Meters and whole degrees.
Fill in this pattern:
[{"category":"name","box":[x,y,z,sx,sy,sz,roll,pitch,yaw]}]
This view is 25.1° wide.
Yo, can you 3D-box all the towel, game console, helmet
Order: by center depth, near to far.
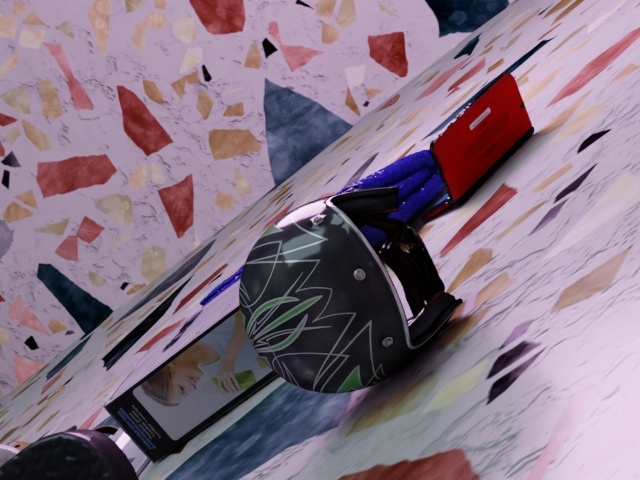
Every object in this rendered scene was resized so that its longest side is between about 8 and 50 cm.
[{"category":"helmet","box":[0.015,0.042,1.137,0.161,0.169,0.169,-24,-7,-47]},{"category":"game console","box":[0.161,-0.104,1.606,0.085,0.124,0.144,13,49,47]},{"category":"towel","box":[0.000,0.000,1.731,0.308,0.076,0.227,-35,3,32]}]

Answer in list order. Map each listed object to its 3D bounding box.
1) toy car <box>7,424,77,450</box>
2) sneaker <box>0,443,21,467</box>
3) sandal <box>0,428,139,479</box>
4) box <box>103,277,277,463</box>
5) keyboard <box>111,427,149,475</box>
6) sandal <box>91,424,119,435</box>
[{"category":"toy car","box":[-0.404,0.293,1.886,0.188,0.149,0.155,-30,-6,-15]},{"category":"sneaker","box":[-0.427,0.316,1.534,0.321,0.126,0.127,-34,-1,5]},{"category":"sandal","box":[-0.335,0.326,1.356,0.445,0.168,0.107,-30,-15,19]},{"category":"box","box":[-0.083,0.103,1.557,0.290,0.087,0.169,-37,8,20]},{"category":"keyboard","box":[-0.224,0.250,1.583,0.072,0.014,0.256,-4,24,23]},{"category":"sandal","box":[-0.263,0.249,1.725,0.072,0.049,0.180,-46,10,-34]}]
